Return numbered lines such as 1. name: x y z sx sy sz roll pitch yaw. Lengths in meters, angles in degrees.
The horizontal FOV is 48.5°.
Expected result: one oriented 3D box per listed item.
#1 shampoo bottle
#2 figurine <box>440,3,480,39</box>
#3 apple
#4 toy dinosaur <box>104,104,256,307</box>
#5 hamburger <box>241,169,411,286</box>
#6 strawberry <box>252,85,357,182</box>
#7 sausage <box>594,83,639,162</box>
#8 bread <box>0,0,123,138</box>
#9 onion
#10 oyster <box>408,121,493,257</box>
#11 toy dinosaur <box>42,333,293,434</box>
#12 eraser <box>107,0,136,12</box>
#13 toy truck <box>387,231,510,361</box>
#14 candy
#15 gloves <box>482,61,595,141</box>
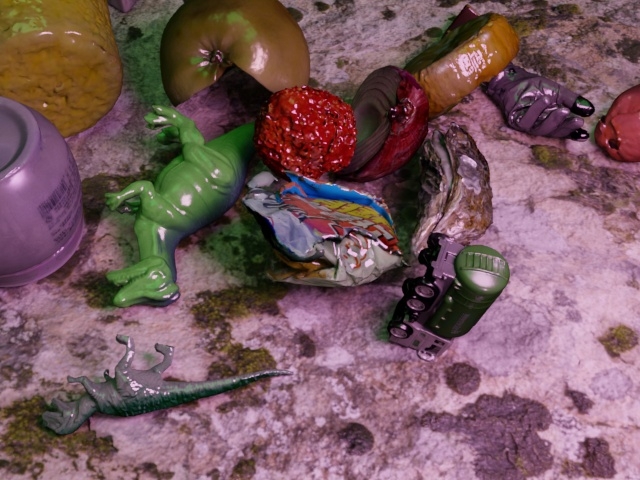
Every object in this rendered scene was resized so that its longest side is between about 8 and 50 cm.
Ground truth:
1. shampoo bottle: -0.539 -0.078 1.183 0.273 0.266 0.272 1 53 -2
2. figurine: 0.331 -0.455 1.589 0.098 0.082 0.154 34 59 8
3. apple: -0.170 -0.380 1.402 0.295 0.233 0.258 1 8 7
4. toy dinosaur: -0.153 -0.087 1.299 0.501 0.144 0.374 -8 67 -21
5. hamburger: -0.008 0.001 1.157 0.276 0.150 0.260 5 31 -32
6. strawberry: -0.037 -0.195 1.242 0.187 0.201 0.184 30 83 26
7. sausage: 0.666 -0.245 1.379 0.280 0.152 0.152 -23 56 -18
8. bread: -0.558 -0.380 1.385 0.348 0.348 0.307 -21 67 -15
9. onion: 0.129 -0.201 1.291 0.120 0.283 0.227 19 90 -18
10. oyster: 0.223 -0.084 1.219 0.162 0.158 0.351 35 42 -5
11. toy dinosaur: -0.242 0.193 1.086 0.383 0.076 0.129 -14 86 -3
12. eraser: -0.516 -0.737 1.600 0.213 0.396 0.082 35 59 24
13. toy truck: 0.188 0.086 1.074 0.125 0.242 0.101 22 56 1
14. candy: 0.268 -0.344 1.404 0.260 0.260 0.118 -46 109 -29
15. gloves: 0.438 -0.278 1.428 0.142 0.119 0.285 -28 43 -7
